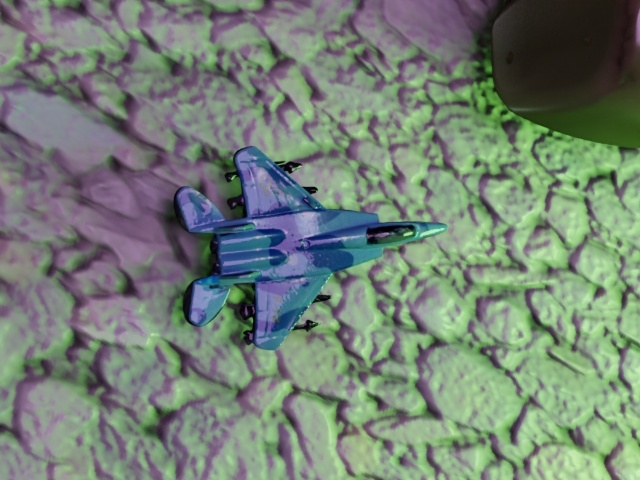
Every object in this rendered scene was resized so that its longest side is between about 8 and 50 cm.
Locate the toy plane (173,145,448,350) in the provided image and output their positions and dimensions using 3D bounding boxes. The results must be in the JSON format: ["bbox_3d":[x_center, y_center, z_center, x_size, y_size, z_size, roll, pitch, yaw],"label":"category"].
[{"bbox_3d":[-0.004,0.000,1.603,0.246,0.078,0.169,-8,92,-35],"label":"toy plane"}]

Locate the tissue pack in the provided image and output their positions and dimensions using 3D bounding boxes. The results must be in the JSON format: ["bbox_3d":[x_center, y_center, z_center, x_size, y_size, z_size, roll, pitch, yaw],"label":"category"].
[{"bbox_3d":[0.316,-0.274,1.674,0.277,0.267,0.387,7,84,-29],"label":"tissue pack"}]
